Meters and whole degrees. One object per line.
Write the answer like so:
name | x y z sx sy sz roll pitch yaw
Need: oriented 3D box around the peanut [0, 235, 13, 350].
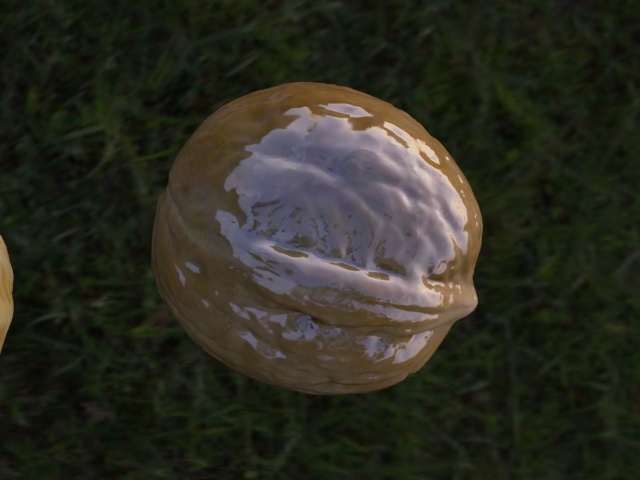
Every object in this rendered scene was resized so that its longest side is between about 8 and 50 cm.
peanut | -0.173 0.025 0.685 0.089 0.193 0.089 0 92 18

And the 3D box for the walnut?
walnut | 0.000 0.000 1.780 0.332 0.333 0.333 3 82 -24
